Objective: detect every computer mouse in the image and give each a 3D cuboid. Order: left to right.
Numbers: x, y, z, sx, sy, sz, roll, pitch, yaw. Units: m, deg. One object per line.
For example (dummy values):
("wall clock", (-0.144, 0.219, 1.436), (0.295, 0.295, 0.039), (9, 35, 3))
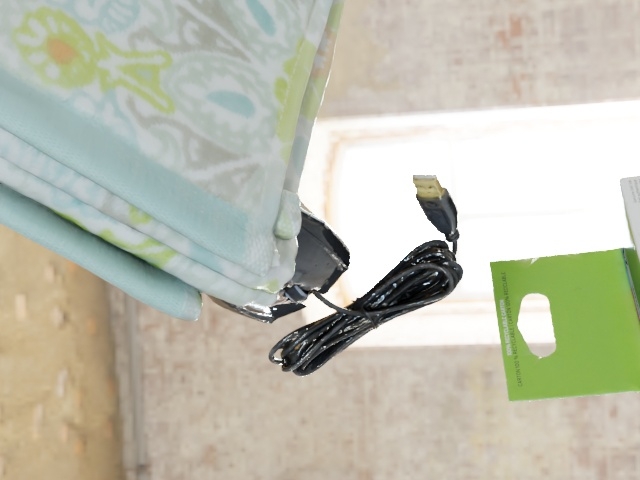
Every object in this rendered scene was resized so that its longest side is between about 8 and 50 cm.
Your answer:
("computer mouse", (0.000, 0.000, 0.883), (0.262, 0.184, 0.060), (53, -170, -43))

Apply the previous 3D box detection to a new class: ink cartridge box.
("ink cartridge box", (0.283, 0.037, 1.144), (0.188, 0.255, 0.097), (-91, -9, -46))

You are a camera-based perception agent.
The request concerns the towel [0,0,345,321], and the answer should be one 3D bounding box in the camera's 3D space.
("towel", (-0.145, -0.165, 0.674), (0.374, 0.090, 0.320), (32, -130, -27))
